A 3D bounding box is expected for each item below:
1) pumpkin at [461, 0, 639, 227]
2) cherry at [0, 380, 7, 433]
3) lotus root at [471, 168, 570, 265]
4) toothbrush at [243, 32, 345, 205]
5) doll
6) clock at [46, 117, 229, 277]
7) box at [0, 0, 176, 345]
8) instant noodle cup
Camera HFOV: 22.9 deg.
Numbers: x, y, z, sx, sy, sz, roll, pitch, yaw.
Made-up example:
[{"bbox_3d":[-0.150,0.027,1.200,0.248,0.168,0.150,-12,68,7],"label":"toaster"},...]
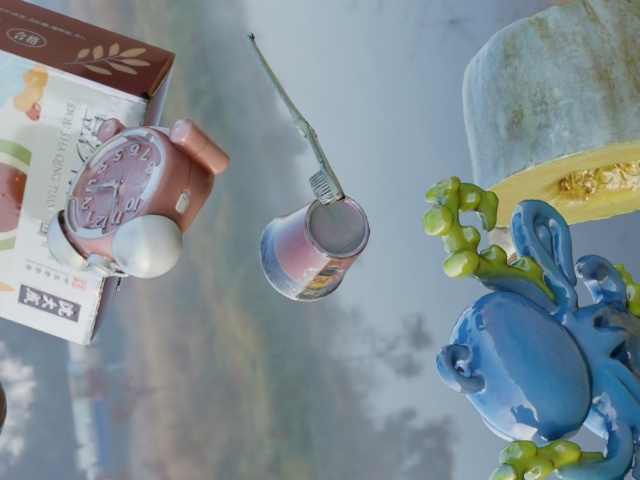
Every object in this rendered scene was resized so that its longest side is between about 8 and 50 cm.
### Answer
[{"bbox_3d":[0.321,-0.151,1.774,0.332,0.332,0.199,107,157,-72],"label":"pumpkin"},{"bbox_3d":[-0.401,0.152,1.593,0.176,0.176,0.140,-153,83,-81],"label":"cherry"},{"bbox_3d":[0.282,-0.092,2.081,0.074,0.170,0.260,-55,-45,-59],"label":"lotus root"},{"bbox_3d":[-0.031,-0.137,1.704,0.026,0.028,0.294,51,-168,-47],"label":"toothbrush"},{"bbox_3d":[0.213,0.108,1.425,0.099,0.341,0.346,-41,59,32],"label":"doll"},{"bbox_3d":[-0.180,-0.032,1.550,0.093,0.166,0.162,46,-119,-40],"label":"clock"},{"bbox_3d":[-0.391,-0.103,1.771,0.122,0.385,0.344,-70,-1,-56],"label":"box"},{"bbox_3d":[0.000,0.002,2.009,0.136,0.127,0.127,140,123,-63],"label":"instant noodle cup"}]
